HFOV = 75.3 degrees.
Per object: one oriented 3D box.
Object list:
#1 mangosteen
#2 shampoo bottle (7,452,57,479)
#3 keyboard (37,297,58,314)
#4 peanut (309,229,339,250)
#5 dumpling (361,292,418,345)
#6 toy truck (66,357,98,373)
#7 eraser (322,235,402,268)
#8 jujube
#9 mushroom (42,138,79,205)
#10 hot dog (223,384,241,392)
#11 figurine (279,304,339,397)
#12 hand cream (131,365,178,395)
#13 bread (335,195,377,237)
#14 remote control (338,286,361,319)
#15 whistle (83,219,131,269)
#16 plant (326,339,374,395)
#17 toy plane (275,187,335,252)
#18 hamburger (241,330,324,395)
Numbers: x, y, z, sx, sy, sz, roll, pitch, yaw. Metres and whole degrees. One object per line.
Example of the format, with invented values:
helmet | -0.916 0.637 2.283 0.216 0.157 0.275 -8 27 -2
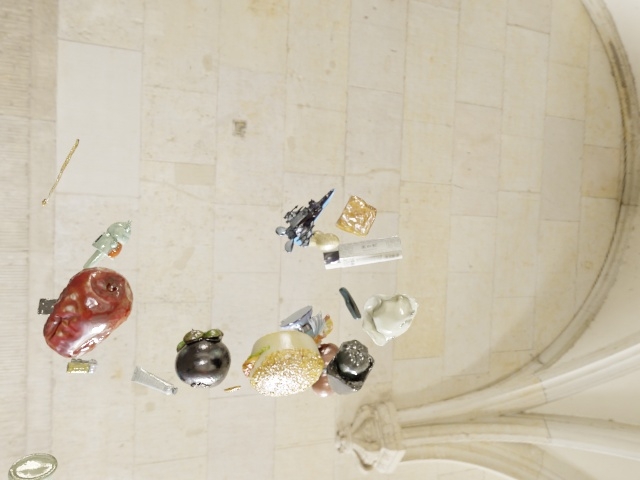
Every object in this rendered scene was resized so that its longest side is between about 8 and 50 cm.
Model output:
mangosteen | -0.475 0.474 1.676 0.243 0.243 0.243 -179 -90 -72
shampoo bottle | -0.867 0.742 1.238 0.234 0.118 0.087 -64 -143 25
keyboard | -0.886 0.248 1.504 0.023 0.231 0.072 -53 -138 34
peanut | 0.000 0.000 1.807 0.187 0.082 0.082 14 -76 40
dumpling | 0.344 0.364 2.094 0.243 0.187 0.318 38 -69 16
toy truck | -1.018 0.540 1.772 0.063 0.123 0.052 16 -92 46
eraser | 0.217 0.064 2.166 0.098 0.404 0.096 73 10 -57
jujube | -0.538 0.169 0.956 0.230 0.155 0.155 -45 -147 12
mushroom | -0.985 -0.259 1.579 0.286 0.028 0.026 -64 166 -3
hot dog | -0.406 0.686 1.914 0.037 0.083 0.021 49 24 -67
figurine | -0.005 0.520 2.003 0.388 0.277 0.248 61 -20 -4
hand cream | -0.656 0.561 1.643 0.042 0.194 0.067 2 107 -79
bread | 0.159 -0.103 1.830 0.158 0.143 0.149 -61 -176 -5
remote control | 0.178 0.379 2.496 0.222 0.042 0.072 61 -33 -1
whistle | -0.828 0.016 1.626 0.253 0.106 0.102 -54 -172 -21
plant | 0.105 0.464 1.504 0.164 0.142 0.256 -48 160 -41
toy plane | -0.042 -0.078 1.319 0.246 0.078 0.169 -50 -131 23
hamburger | -0.133 0.463 1.520 0.276 0.294 0.179 82 -2 -46
